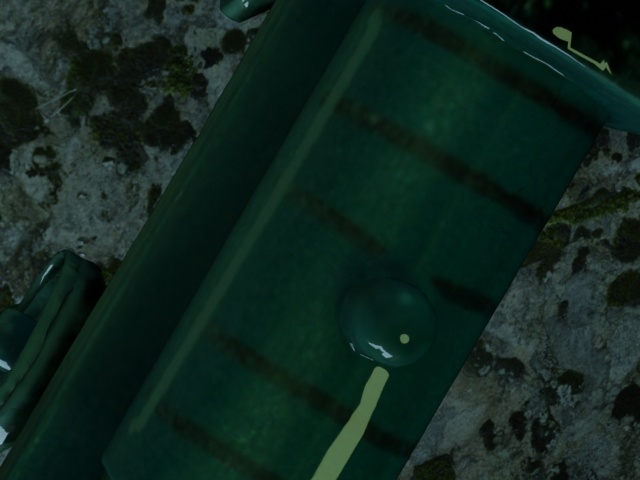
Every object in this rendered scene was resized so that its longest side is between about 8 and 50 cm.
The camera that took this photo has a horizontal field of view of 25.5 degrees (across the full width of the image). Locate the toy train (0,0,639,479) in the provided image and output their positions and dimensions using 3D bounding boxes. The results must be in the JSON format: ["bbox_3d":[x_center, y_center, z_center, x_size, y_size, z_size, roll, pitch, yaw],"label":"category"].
[{"bbox_3d":[0.000,0.000,0.395,0.120,0.298,0.194,30,-178,-17],"label":"toy train"}]
